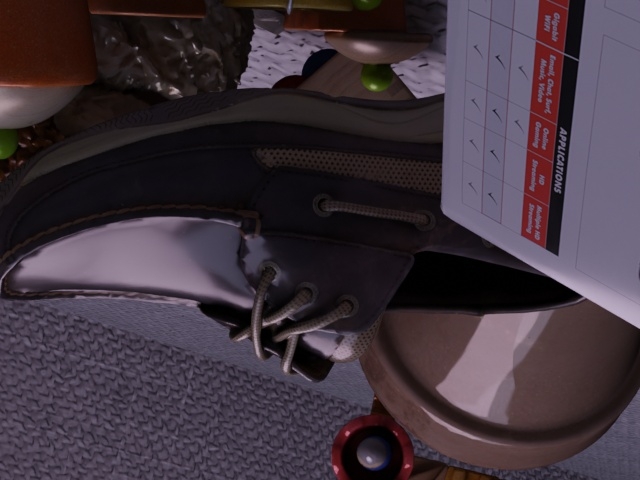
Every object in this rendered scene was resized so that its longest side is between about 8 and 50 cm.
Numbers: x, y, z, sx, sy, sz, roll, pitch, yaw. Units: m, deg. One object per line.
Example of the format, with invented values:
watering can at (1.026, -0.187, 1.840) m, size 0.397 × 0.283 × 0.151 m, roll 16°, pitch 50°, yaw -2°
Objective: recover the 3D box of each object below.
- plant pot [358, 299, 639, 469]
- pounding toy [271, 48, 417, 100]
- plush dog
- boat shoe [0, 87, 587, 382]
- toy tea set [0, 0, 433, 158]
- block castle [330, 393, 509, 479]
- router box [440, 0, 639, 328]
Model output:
plant pot at (0.170, 0.027, 1.101) m, size 0.263 × 0.263 × 0.229 m, roll 14°, pitch 149°, yaw -1°
pounding toy at (0.031, -0.095, 0.894) m, size 0.094 × 0.206 × 0.181 m, roll 49°, pitch -174°, yaw -5°
plush dog at (-0.128, -0.087, 0.893) m, size 0.211 × 0.225 × 0.262 m, roll 8°, pitch 165°, yaw 21°
boat shoe at (0.000, 0.000, 0.718) m, size 0.355 × 0.130 × 0.132 m, roll -8°, pitch 157°, yaw -15°
toy tea set at (-0.085, -0.112, 0.730) m, size 0.336 × 0.124 × 0.200 m, roll -2°, pitch -171°, yaw -18°
block castle at (0.254, 0.166, 1.397) m, size 0.453 × 0.303 × 0.213 m, roll 12°, pitch 173°, yaw 7°
router box at (0.176, -0.081, 0.379) m, size 0.301 × 0.082 × 0.335 m, roll 33°, pitch 144°, yaw 31°
